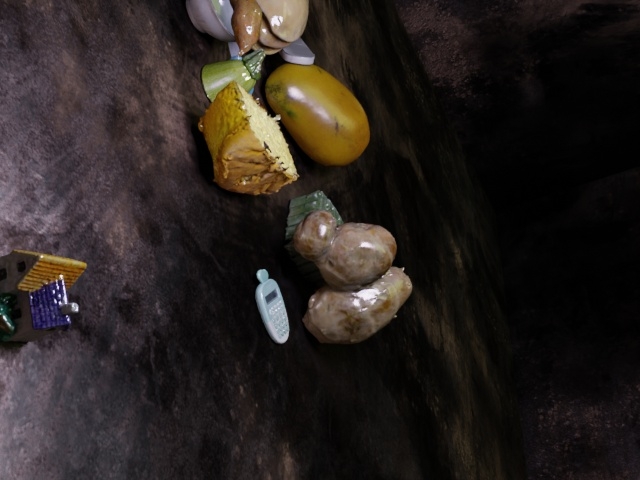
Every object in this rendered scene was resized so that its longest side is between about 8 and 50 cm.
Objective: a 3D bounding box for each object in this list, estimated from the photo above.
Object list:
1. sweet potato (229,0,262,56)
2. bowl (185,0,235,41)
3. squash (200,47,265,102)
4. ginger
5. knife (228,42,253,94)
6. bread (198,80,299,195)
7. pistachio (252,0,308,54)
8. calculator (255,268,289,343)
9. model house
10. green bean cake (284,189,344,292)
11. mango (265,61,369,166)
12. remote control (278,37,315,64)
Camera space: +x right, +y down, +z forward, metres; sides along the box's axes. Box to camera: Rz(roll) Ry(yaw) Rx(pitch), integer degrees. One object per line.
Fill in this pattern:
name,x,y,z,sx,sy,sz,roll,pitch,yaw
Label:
sweet potato,-0.152,-0.473,1.772,0.068,0.068,0.226,37,41,-57
bowl,-0.222,-0.483,1.810,0.189,0.086,0.189,48,32,-44
squash,-0.161,-0.332,1.773,0.105,0.132,0.105,51,27,-40
ginger,0.064,0.067,1.828,0.155,0.244,0.304,-106,-177,-68
knife,-0.180,-0.415,1.900,0.032,0.058,0.244,32,45,-57
bread,-0.149,-0.178,1.675,0.160,0.147,0.260,68,13,16
pistachio,-0.107,-0.559,2.046,0.181,0.162,0.293,38,36,-31
calculator,-0.096,0.129,1.715,0.153,0.021,0.095,70,21,-6
model house,-0.341,0.063,1.041,0.087,0.100,0.101,22,53,-64
green bean cake,0.000,0.000,1.962,0.173,0.094,0.181,58,26,-34
mango,-0.010,-0.309,2.097,0.317,0.173,0.211,39,39,-36
remote control,-0.069,-0.468,2.115,0.245,0.077,0.022,-116,-148,-61
